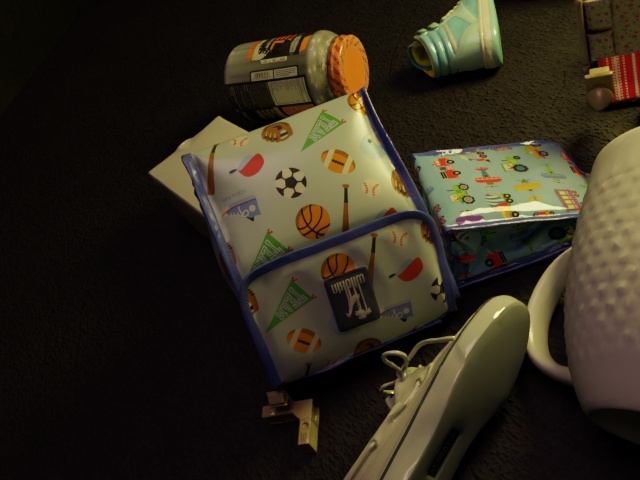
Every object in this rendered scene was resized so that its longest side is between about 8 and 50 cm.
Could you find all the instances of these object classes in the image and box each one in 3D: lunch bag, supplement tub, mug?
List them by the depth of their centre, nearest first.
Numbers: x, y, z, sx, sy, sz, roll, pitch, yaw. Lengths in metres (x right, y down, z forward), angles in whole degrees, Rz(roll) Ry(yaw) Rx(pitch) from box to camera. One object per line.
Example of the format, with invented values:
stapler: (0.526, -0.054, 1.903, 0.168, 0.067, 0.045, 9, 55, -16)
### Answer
mug: (0.405, 0.077, 0.773, 0.374, 0.276, 0.328, -18, 45, 60)
lunch bag: (0.000, 0.000, 1.006, 0.327, 0.239, 0.386, -21, 77, -7)
lunch bag: (0.324, -0.072, 1.053, 0.293, 0.138, 0.221, -14, 40, 3)
supplement tub: (-0.056, -0.394, 1.517, 0.316, 0.194, 0.194, 1, 50, 29)

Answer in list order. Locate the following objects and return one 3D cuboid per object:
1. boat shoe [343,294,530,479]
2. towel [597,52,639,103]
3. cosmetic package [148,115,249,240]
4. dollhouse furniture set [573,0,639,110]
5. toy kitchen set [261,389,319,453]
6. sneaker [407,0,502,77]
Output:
boat shoe: (0.136, 0.219, 0.855, 0.156, 0.136, 0.367, 21, 77, 49)
towel: (0.626, -0.347, 1.093, 0.274, 0.199, 0.031, -2, 21, 31)
cosmetic package: (-0.170, -0.097, 1.322, 0.217, 0.156, 0.385, -41, 42, -13)
dollhouse furniture set: (0.550, -0.292, 0.951, 0.303, 0.355, 0.174, -4, 48, 29)
toy kitchen set: (-0.054, 0.275, 0.951, 0.083, 0.068, 0.075, -14, 44, 18)
sneaker: (0.304, -0.501, 1.473, 0.208, 0.127, 0.319, -11, 44, 18)
